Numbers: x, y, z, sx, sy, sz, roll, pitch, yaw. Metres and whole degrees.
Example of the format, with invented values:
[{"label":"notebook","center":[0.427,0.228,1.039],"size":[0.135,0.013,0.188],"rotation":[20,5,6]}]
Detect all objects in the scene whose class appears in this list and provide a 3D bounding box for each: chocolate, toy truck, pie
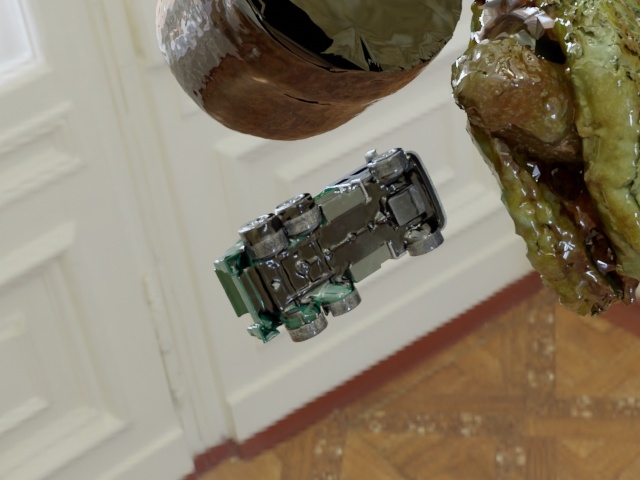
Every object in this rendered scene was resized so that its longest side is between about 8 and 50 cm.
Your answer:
[{"label":"chocolate","center":[-0.048,-0.307,1.617],"size":[0.383,0.384,0.331],"rotation":[-42,10,-37]},{"label":"toy truck","center":[0.000,0.000,1.161],"size":[0.216,0.110,0.116],"rotation":[-32,15,-25]},{"label":"pie","center":[0.272,-0.150,1.264],"size":[0.180,0.395,0.418],"rotation":[-15,35,27]}]
